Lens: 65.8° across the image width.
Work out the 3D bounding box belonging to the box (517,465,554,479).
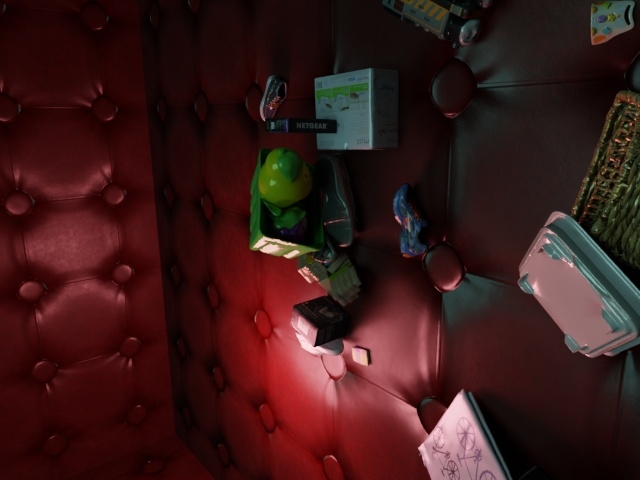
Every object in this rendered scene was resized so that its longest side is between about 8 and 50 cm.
[{"bbox_3d":[0.575,0.708,1.239,0.207,0.108,0.153,39,128,40],"label":"box"}]

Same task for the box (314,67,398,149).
[{"bbox_3d":[0.107,-0.398,1.539,0.262,0.126,0.231,11,108,50],"label":"box"}]

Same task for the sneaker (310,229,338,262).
[{"bbox_3d":[0.000,0.000,1.773,0.267,0.106,0.101,42,112,49],"label":"sneaker"}]

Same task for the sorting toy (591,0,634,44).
[{"bbox_3d":[0.588,-0.447,0.996,0.075,0.045,0.083,1,100,32],"label":"sorting toy"}]

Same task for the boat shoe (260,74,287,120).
[{"bbox_3d":[-0.181,-0.540,1.919,0.083,0.065,0.183,42,128,40],"label":"boat shoe"}]

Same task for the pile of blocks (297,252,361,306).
[{"bbox_3d":[0.051,0.126,1.785,0.113,0.149,0.362,48,170,-34],"label":"pile of blocks"}]

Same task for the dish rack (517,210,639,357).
[{"bbox_3d":[0.523,0.113,1.029,0.286,0.072,0.333,59,177,24],"label":"dish rack"}]

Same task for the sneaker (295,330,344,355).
[{"bbox_3d":[0.007,0.401,1.917,0.258,0.094,0.091,14,130,52],"label":"sneaker"}]

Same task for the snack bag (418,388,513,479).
[{"bbox_3d":[0.409,0.657,1.411,0.323,0.037,0.343,-109,30,-48],"label":"snack bag"}]

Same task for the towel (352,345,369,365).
[{"bbox_3d":[0.146,0.419,1.792,0.083,0.009,0.060,2,101,52],"label":"towel"}]

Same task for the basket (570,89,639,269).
[{"bbox_3d":[0.580,-0.118,0.937,0.223,0.213,0.299,34,124,41],"label":"basket"}]

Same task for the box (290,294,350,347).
[{"bbox_3d":[-0.002,0.295,1.826,0.156,0.158,0.093,37,127,40],"label":"box"}]

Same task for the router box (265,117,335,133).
[{"bbox_3d":[-0.062,-0.353,1.523,0.133,0.178,0.046,17,110,52],"label":"router box"}]

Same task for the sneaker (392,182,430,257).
[{"bbox_3d":[0.277,-0.061,1.463,0.087,0.083,0.221,-6,100,39],"label":"sneaker"}]

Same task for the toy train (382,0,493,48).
[{"bbox_3d":[0.293,-0.626,1.252,0.334,0.142,0.190,47,144,32],"label":"toy train"}]

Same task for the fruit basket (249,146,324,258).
[{"bbox_3d":[-0.103,-0.160,1.657,0.392,0.282,0.392,-35,48,50],"label":"fruit basket"}]

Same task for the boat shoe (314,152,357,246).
[{"bbox_3d":[0.067,-0.140,1.693,0.118,0.103,0.321,-11,95,42],"label":"boat shoe"}]
